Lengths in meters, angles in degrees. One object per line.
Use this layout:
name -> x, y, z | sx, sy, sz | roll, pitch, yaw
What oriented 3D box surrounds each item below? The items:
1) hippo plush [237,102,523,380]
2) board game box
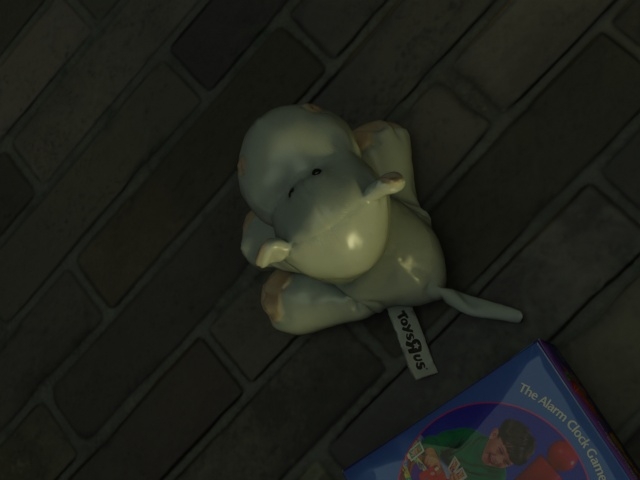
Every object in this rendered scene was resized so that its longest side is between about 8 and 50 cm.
hippo plush -> 0.000, 0.000, 0.970 | 0.234, 0.236, 0.294 | -34, 68, 15
board game box -> 0.207, 0.299, 0.904 | 0.233, 0.078, 0.347 | -37, 67, 15
